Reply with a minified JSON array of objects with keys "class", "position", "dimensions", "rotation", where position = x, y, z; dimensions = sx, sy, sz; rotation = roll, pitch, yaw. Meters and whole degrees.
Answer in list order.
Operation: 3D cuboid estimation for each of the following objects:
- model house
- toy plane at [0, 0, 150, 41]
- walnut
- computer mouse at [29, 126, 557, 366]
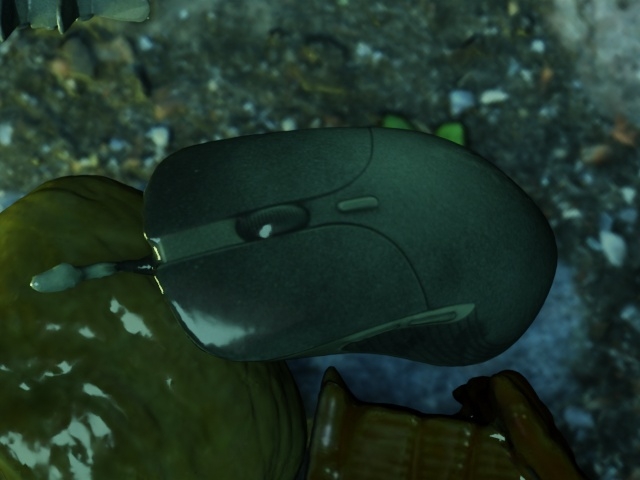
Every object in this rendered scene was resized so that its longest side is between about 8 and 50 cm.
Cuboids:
[{"class":"model house","position":[0.093,0.186,1.264],"dimensions":[0.229,0.199,0.219],"rotation":[10,78,7]},{"class":"toy plane","position":[-0.208,-0.269,1.321],"dimensions":[0.212,0.088,0.267],"rotation":[-7,104,8]},{"class":"walnut","position":[-0.143,0.095,1.285],"dimensions":[0.283,0.283,0.227],"rotation":[43,124,1]},{"class":"computer mouse","position":[0.000,0.000,1.227],"dimensions":[0.090,0.379,0.167],"rotation":[-52,53,50]}]
